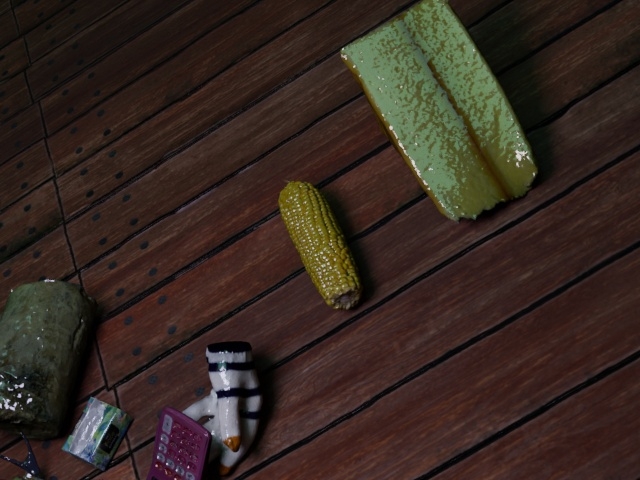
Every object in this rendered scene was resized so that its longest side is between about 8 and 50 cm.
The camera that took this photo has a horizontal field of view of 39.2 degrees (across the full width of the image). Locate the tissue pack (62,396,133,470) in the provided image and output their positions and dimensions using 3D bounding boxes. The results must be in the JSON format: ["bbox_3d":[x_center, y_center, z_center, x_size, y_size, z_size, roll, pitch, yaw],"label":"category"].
[{"bbox_3d":[-0.422,0.357,1.680,0.085,0.079,0.111,13,64,33],"label":"tissue pack"}]

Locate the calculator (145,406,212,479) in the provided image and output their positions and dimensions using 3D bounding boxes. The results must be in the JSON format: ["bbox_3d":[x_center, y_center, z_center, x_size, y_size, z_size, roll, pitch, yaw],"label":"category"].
[{"bbox_3d":[-0.243,0.391,1.544,0.126,0.034,0.191,22,103,37],"label":"calculator"}]

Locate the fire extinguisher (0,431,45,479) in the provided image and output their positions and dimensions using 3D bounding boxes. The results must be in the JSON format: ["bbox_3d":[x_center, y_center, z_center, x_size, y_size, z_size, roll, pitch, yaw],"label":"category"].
[{"bbox_3d":[-0.613,0.518,1.636,0.138,0.102,0.344,32,72,-5],"label":"fire extinguisher"}]

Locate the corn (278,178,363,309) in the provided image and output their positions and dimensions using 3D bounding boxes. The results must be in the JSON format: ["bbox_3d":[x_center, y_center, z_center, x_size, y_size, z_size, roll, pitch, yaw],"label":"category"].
[{"bbox_3d":[0.000,0.000,1.697,0.101,0.101,0.310,-31,54,5],"label":"corn"}]

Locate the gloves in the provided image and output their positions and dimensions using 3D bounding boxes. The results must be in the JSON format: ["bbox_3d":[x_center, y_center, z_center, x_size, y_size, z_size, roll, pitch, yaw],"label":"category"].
[{"bbox_3d":[-0.161,0.293,1.570,0.140,0.131,0.219,-3,93,41],"label":"gloves"}]

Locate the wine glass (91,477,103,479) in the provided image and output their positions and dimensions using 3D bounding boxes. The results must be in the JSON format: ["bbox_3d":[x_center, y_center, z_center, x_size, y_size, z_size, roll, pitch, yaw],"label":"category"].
[{"bbox_3d":[-0.315,0.488,1.504,0.241,0.126,0.126,12,64,32],"label":"wine glass"}]

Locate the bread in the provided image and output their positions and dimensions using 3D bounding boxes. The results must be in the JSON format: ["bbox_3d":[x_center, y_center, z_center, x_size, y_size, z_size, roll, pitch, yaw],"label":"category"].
[{"bbox_3d":[0.236,-0.234,1.650,0.233,0.245,0.362,-31,45,4],"label":"bread"}]

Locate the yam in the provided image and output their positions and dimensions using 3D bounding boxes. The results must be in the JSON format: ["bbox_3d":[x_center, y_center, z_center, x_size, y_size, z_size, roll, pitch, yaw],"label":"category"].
[{"bbox_3d":[-0.566,0.236,1.771,0.195,0.195,0.300,-7,54,24],"label":"yam"}]
